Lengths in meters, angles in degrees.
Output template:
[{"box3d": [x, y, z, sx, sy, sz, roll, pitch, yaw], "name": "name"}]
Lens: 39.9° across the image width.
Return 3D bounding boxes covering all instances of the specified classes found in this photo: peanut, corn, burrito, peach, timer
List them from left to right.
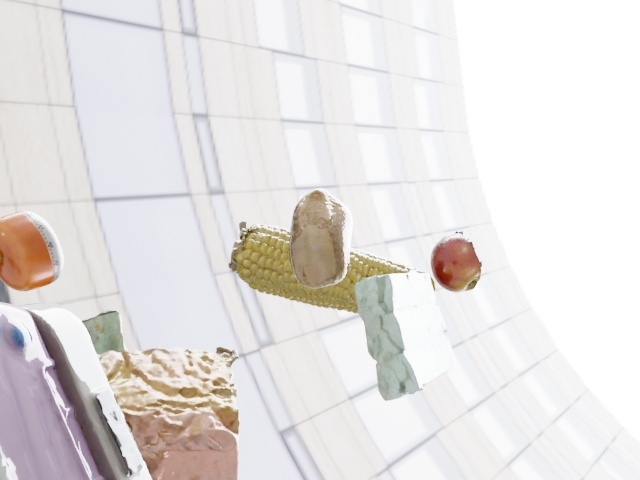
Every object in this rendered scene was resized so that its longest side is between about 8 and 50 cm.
[{"box3d": [-0.489, 0.022, 1.417, 0.136, 0.136, 0.099, 59, -37, 12], "name": "timer"}, {"box3d": [-0.469, 0.274, 1.915, 0.144, 0.089, 0.228, -21, -101, 41], "name": "burrito"}, {"box3d": [0.000, 0.000, 1.060, 0.076, 0.076, 0.152, -29, -142, 29], "name": "peanut"}, {"box3d": [0.017, 0.054, 1.293, 0.305, 0.106, 0.106, 16, -77, 4], "name": "corn"}, {"box3d": [0.195, 0.034, 1.310, 0.098, 0.061, 0.098, 162, -90, -73], "name": "peach"}]

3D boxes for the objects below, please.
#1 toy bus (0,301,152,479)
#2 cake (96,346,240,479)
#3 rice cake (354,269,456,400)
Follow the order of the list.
[{"box3d": [-0.177, 0.118, 0.326, 0.202, 0.142, 0.142, -29, -95, 19], "name": "toy bus"}, {"box3d": [-0.304, 0.392, 1.649, 0.314, 0.293, 0.306, 2, -65, -11], "name": "cake"}, {"box3d": [0.089, 0.087, 0.866, 0.038, 0.211, 0.124, -18, -102, 18], "name": "rice cake"}]
